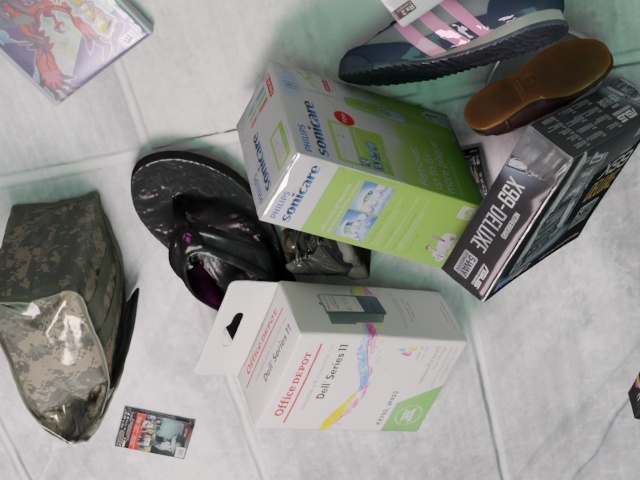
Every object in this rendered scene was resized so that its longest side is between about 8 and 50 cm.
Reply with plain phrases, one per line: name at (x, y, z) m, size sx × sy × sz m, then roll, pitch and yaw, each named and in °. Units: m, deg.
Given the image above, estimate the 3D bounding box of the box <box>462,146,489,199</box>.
box at (0.203, -0.089, 1.968) m, size 0.067 × 0.018 × 0.083 m, roll -13°, pitch 125°, yaw 9°

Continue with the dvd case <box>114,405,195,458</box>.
dvd case at (-0.274, 0.318, 2.270) m, size 0.119 × 0.013 × 0.087 m, roll 13°, pitch 125°, yaw -8°

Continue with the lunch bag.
lunch bag at (-0.357, 0.118, 1.984) m, size 0.168 × 0.235 × 0.287 m, roll -8°, pitch 126°, yaw 8°

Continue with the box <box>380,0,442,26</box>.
box at (0.118, -0.395, 1.681) m, size 0.181 × 0.119 × 0.182 m, roll -33°, pitch 120°, yaw 21°

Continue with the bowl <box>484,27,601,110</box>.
bowl at (0.301, -0.231, 1.843) m, size 0.142 × 0.053 × 0.142 m, roll 20°, pitch 124°, yaw -15°

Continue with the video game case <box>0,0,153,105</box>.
video game case at (-0.354, -0.296, 1.811) m, size 0.183 × 0.023 × 0.201 m, roll -33°, pitch 120°, yaw 22°

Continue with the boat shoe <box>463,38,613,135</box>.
boat shoe at (0.288, -0.199, 1.799) m, size 0.207 × 0.073 × 0.073 m, roll -23°, pitch 161°, yaw 20°

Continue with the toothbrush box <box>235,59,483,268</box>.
toothbrush box at (0.050, -0.099, 1.814) m, size 0.283 × 0.206 × 0.122 m, roll 14°, pitch 126°, yaw -24°

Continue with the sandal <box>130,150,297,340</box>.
sandal at (-0.123, 0.049, 2.013) m, size 0.167 × 0.107 × 0.446 m, roll -23°, pitch 124°, yaw 16°

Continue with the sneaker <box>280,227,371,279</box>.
sneaker at (0.000, 0.000, 1.950) m, size 0.130 × 0.087 × 0.227 m, roll -1°, pitch 164°, yaw 7°

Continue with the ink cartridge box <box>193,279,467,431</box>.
ink cartridge box at (0.012, 0.175, 2.039) m, size 0.353 × 0.119 × 0.207 m, roll 5°, pitch 128°, yaw -26°

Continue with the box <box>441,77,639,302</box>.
box at (0.310, -0.073, 1.819) m, size 0.076 × 0.307 × 0.242 m, roll 40°, pitch 124°, yaw 17°

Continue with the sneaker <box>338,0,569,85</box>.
sneaker at (0.164, -0.288, 1.786) m, size 0.319 × 0.131 × 0.112 m, roll -12°, pitch 171°, yaw 25°

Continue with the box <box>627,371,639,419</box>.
box at (0.544, 0.255, 2.196) m, size 0.083 × 0.062 × 0.052 m, roll 12°, pitch 127°, yaw -8°
